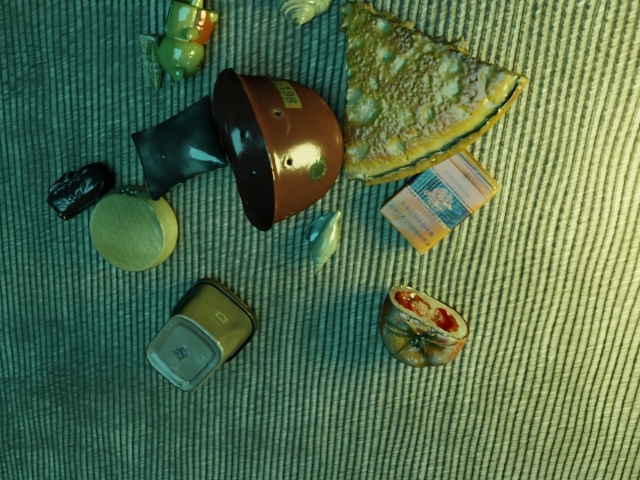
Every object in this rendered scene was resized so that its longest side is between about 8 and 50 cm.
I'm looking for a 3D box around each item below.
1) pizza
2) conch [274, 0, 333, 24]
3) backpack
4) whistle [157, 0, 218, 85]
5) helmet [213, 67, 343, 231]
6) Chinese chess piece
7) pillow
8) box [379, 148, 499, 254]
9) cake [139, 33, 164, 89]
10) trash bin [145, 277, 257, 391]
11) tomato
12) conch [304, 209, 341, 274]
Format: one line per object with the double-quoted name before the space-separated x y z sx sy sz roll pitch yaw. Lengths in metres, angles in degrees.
"pizza" 0.185 -0.358 1.378 0.440 0.130 0.406 -28 88 26
"conch" -0.034 -0.549 1.374 0.135 0.102 0.153 3 108 -3
"backpack" -0.622 -0.137 1.638 0.165 0.120 0.106 -41 98 5
"whistle" -0.301 -0.492 1.446 0.106 0.131 0.288 13 110 -23
"helmet" -0.076 -0.222 1.405 0.230 0.385 0.337 -14 135 -17
"Chinese chess piece" -0.485 -0.034 1.651 0.238 0.092 0.238 4 109 13
"pillow" -0.345 -0.222 1.539 0.250 0.106 0.186 -22 84 25
"box" 0.274 -0.099 1.463 0.152 0.070 0.237 46 110 -3
"cake" -0.405 -0.438 1.536 0.051 0.055 0.140 12 128 8
"trash bin" -0.308 0.244 1.617 0.220 0.250 0.219 40 106 -1
"tomato" 0.233 0.225 1.523 0.214 0.181 0.155 28 117 8
"conch" 0.007 0.002 1.569 0.065 0.088 0.180 8 108 -36
